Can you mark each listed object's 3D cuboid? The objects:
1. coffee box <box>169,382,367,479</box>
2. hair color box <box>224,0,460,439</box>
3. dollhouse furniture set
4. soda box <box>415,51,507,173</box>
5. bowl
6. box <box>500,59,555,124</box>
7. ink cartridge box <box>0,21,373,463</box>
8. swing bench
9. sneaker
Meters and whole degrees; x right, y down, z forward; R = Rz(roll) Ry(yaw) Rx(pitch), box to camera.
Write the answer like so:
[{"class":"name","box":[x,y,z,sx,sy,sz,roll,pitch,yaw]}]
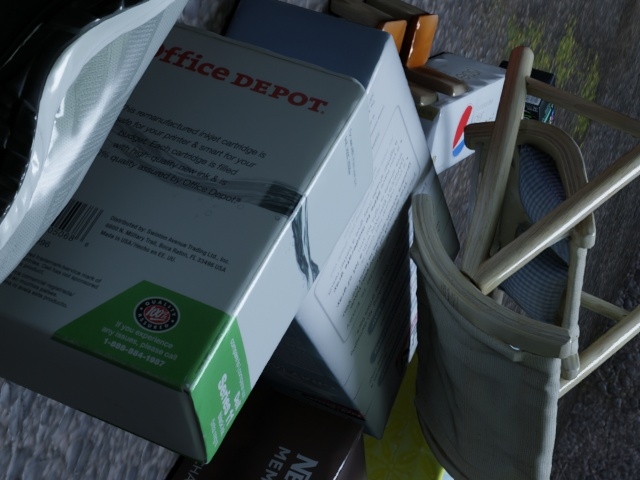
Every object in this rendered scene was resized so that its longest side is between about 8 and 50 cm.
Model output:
[{"class":"coffee box","box":[-0.043,0.271,1.245,0.168,0.119,0.297,-58,158,-32]},{"class":"hair color box","box":[0.000,0.000,1.115,0.185,0.113,0.374,-66,160,-15]},{"class":"dollhouse furniture set","box":[0.125,-0.243,1.189,0.259,0.135,0.262,-25,131,-65]},{"class":"soda box","box":[0.103,-0.113,1.350,0.216,0.074,0.069,-32,137,-62]},{"class":"bowl","box":[0.080,0.193,1.454,0.289,0.156,0.289,-53,154,-40]},{"class":"box","box":[0.219,-0.145,1.661,0.083,0.062,0.052,80,34,-56]},{"class":"ink cartridge box","box":[-0.080,-0.008,0.823,0.208,0.153,0.087,-59,159,-29]},{"class":"swing bench","box":[0.161,0.038,1.186,0.255,0.165,0.253,-53,156,-31]},{"class":"sneaker","box":[-0.134,-0.083,0.716,0.271,0.100,0.108,-59,172,-22]}]
